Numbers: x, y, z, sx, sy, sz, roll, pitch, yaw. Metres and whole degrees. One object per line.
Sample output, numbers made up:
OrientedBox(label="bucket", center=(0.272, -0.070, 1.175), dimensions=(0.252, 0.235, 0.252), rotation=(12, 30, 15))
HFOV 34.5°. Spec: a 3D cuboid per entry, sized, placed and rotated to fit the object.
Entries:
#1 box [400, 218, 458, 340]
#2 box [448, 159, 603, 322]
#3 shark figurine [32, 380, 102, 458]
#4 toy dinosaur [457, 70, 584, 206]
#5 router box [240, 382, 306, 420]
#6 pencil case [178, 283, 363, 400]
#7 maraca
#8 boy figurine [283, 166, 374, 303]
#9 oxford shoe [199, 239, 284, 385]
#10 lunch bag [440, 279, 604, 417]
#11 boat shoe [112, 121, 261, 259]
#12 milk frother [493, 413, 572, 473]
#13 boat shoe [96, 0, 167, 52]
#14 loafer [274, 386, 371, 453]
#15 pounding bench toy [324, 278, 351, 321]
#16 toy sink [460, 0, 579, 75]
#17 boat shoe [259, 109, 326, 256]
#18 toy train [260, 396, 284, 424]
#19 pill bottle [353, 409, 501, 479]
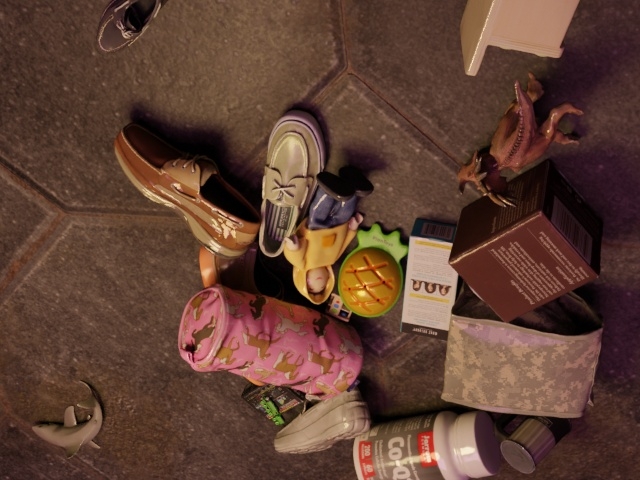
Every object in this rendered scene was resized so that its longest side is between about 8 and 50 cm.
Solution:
OrientedBox(label="box", center=(0.216, 0.079, 1.985), dimensions=(0.100, 0.060, 0.244), rotation=(10, 129, 10))
OrientedBox(label="box", center=(0.362, 0.002, 1.809), dimensions=(0.203, 0.167, 0.168), rotation=(-31, 113, 34))
OrientedBox(label="shark figurine", center=(-0.591, 0.471, 2.519), dimensions=(0.166, 0.116, 0.278), rotation=(39, 130, -15))
OrientedBox(label="toy dinosaur", center=(0.314, -0.151, 1.676), dimensions=(0.200, 0.296, 0.127), rotation=(-45, 78, -1))
OrientedBox(label="router box", center=(-0.104, 0.344, 2.309), dimensions=(0.092, 0.038, 0.122), rotation=(44, 127, -17))
OrientedBox(label="pencil case", center=(-0.095, 0.204, 2.018), dimensions=(0.386, 0.167, 0.160), rotation=(21, 138, -38))
OrientedBox(label="maraca", center=(0.102, 0.060, 1.988), dimensions=(0.127, 0.099, 0.186), rotation=(19, 105, 8))
OrientedBox(label="boy figurine", center=(0.000, 0.000, 1.931), dimensions=(0.092, 0.177, 0.285), rotation=(44, 130, 32))
OrientedBox(label="oxford shoe", center=(-0.134, 0.153, 2.117), dimensions=(0.132, 0.130, 0.364), rotation=(-8, 125, 14))
OrientedBox(label="lunch bag", center=(0.390, 0.205, 1.959), dimensions=(0.287, 0.169, 0.235), rotation=(12, 129, 15))
OrientedBox(label="boat shoe", center=(-0.238, -0.110, 1.934), dimensions=(0.324, 0.122, 0.120), rotation=(42, 127, -6))
OrientedBox(label="milk frother", center=(0.433, 0.420, 2.130), dimensions=(0.129, 0.134, 0.143), rotation=(18, 135, 46))
OrientedBox(label="boat shoe", center=(-0.334, -0.390, 1.796), dimensions=(0.075, 0.065, 0.206), rotation=(44, 127, -17))
OrientedBox(label="loafer", center=(-0.001, 0.401, 2.286), dimensions=(0.112, 0.111, 0.319), rotation=(8, 154, -37))
OrientedBox(label="pounding bench toy", center=(0.030, 0.116, 2.079), dimensions=(0.083, 0.052, 0.065), rotation=(22, 130, 1))
OrientedBox(label="toy sink", center=(0.307, -0.366, 1.536), dimensions=(0.131, 0.153, 0.234), rotation=(10, 132, -6))
OrientedBox(label="boat shoe", center=(-0.056, -0.097, 1.914), dimensions=(0.109, 0.094, 0.302), rotation=(14, 130, 7))
OrientedBox(label="toy train", center=(-0.106, 0.379, 2.300), dimensions=(0.023, 0.017, 0.083), rotation=(-21, 119, 19))
OrientedBox(label="pill bottle", center=(0.228, 0.453, 2.206), dimensions=(0.283, 0.161, 0.161), rotation=(-17, 120, 28))
